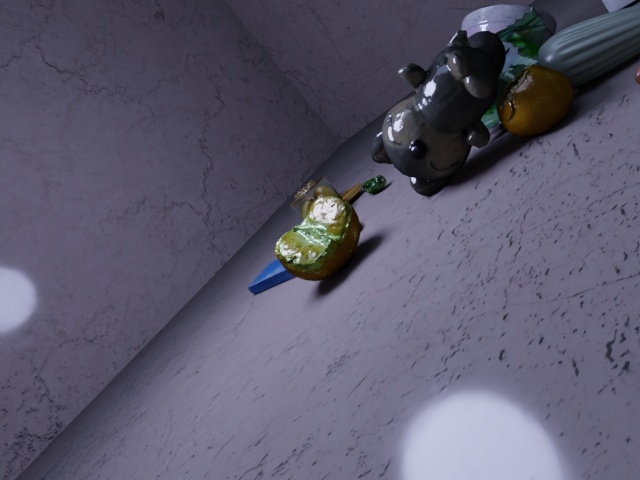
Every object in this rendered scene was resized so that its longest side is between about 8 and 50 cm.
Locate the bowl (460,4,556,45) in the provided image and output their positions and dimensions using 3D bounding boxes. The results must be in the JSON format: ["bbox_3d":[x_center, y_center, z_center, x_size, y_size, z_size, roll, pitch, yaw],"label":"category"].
[{"bbox_3d":[0.585,-0.614,1.528,0.287,0.286,0.144,-162,79,-77],"label":"bowl"}]

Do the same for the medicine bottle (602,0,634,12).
[{"bbox_3d":[0.866,-0.694,1.287,0.119,0.069,0.183,-44,13,-25],"label":"medicine bottle"}]

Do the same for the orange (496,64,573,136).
[{"bbox_3d":[0.451,-0.297,1.020,0.154,0.134,0.155,-33,9,6],"label":"orange"}]

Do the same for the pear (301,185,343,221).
[{"bbox_3d":[0.007,-0.110,1.749,0.167,0.136,0.167,-34,33,26],"label":"pear"}]

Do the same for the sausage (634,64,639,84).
[{"bbox_3d":[0.589,-0.310,0.859,0.083,0.034,0.034,-48,13,-26],"label":"sausage"}]

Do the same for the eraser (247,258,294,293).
[{"bbox_3d":[-0.134,0.100,1.674,0.311,0.043,0.144,-28,19,50],"label":"eraser"}]

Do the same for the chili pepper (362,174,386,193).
[{"bbox_3d":[0.189,-0.197,1.704,0.073,0.050,0.182,-48,9,4],"label":"chili pepper"}]

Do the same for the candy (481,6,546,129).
[{"bbox_3d":[0.511,-0.440,1.296,0.263,0.172,0.398,-38,24,37],"label":"candy"}]

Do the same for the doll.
[{"bbox_3d":[0.317,-0.300,1.182,0.378,0.252,0.382,-28,-19,-39],"label":"doll"}]

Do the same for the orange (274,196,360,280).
[{"bbox_3d":[0.000,0.005,1.259,0.179,0.158,0.237,28,70,38],"label":"orange"}]

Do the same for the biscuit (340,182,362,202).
[{"bbox_3d":[0.082,-0.149,1.895,0.238,0.041,0.212,-34,8,36],"label":"biscuit"}]

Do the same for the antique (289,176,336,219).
[{"bbox_3d":[-0.028,-0.177,2.087,0.147,0.148,0.152,-47,10,-33],"label":"antique"}]

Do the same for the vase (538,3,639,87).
[{"bbox_3d":[0.599,-0.414,1.009,0.248,0.128,0.128,-18,24,39],"label":"vase"}]
